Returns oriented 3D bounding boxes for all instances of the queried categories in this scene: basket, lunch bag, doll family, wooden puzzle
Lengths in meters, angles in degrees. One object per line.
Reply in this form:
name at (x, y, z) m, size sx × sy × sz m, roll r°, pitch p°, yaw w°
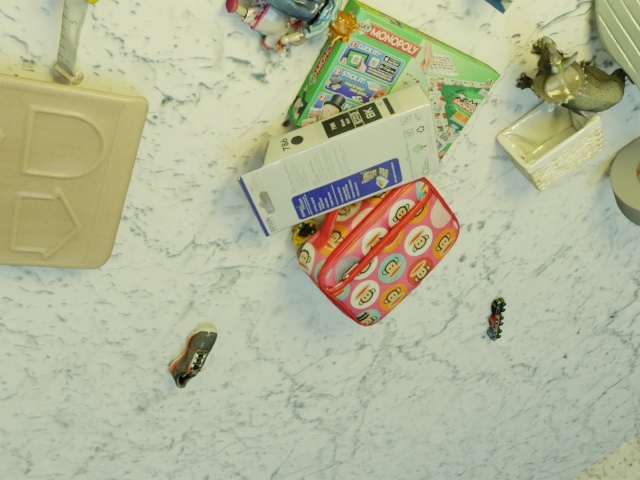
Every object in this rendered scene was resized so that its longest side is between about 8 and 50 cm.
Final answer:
basket at (0.450, -0.191, 1.302) m, size 0.167 × 0.113 × 0.103 m, roll -36°, pitch 139°, yaw 7°
lunch bag at (0.106, -0.002, 1.275) m, size 0.293 × 0.120 × 0.258 m, roll -46°, pitch 132°, yaw -2°
doll family at (0.000, -0.356, 0.929) m, size 0.163 × 0.118 × 0.263 m, roll 20°, pitch 118°, yaw -37°
wooden puzzle at (-0.454, -0.102, 0.976) m, size 0.348 × 0.080 × 0.322 m, roll 2°, pitch 129°, yaw -33°

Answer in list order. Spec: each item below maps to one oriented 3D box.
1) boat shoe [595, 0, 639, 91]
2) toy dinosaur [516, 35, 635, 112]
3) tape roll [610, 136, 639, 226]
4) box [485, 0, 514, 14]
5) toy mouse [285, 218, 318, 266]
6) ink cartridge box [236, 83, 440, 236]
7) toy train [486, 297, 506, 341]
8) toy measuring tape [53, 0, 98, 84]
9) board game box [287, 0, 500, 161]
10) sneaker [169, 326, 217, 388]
boat shoe at (0.583, -0.335, 1.180) m, size 0.109 × 0.302 × 0.094 m, roll -23°, pitch -170°, yaw 46°
toy dinosaur at (0.458, -0.275, 1.194) m, size 0.313 × 0.160 × 0.121 m, roll 12°, pitch 123°, yaw -32°
tape roll at (0.735, -0.129, 1.417) m, size 0.219 × 0.219 × 0.072 m, roll -34°, pitch 137°, yaw 6°
box at (0.293, -0.443, 1.000) m, size 0.042 × 0.109 × 0.178 m, roll 16°, pitch 121°, yaw -40°
toy mouse at (0.000, 0.000, 1.311) m, size 0.143 × 0.031 × 0.161 m, roll 20°, pitch 118°, yaw -37°
ink cartridge box at (0.031, -0.131, 1.130) m, size 0.333 × 0.065 × 0.165 m, roll -21°, pitch 141°, yaw -1°
toy train at (0.449, 0.206, 1.715) m, size 0.036 × 0.027 × 0.158 m, roll -15°, pitch 134°, yaw -9°
toy measuring tape at (-0.271, -0.342, 0.840) m, size 0.121 × 0.121 × 0.330 m, roll 0°, pitch 146°, yaw -25°
board game box at (0.130, -0.250, 1.140) m, size 0.317 × 0.046 × 0.213 m, roll 13°, pitch 122°, yaw -34°
sneaker at (-0.255, 0.246, 1.386) m, size 0.061 × 0.065 × 0.158 m, roll 16°, pitch 121°, yaw -36°
